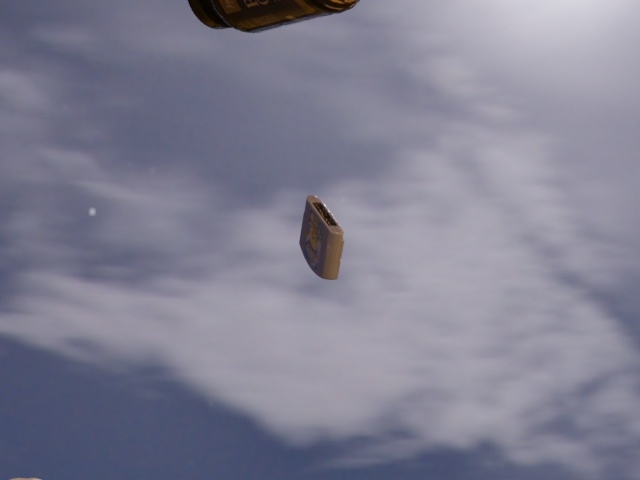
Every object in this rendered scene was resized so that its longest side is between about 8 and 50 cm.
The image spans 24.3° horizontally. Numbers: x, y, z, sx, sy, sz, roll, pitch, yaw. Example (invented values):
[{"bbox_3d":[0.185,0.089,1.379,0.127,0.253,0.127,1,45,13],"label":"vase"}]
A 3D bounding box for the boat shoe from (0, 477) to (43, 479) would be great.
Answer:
[{"bbox_3d":[-0.298,0.292,1.424,0.063,0.184,0.066,6,-55,-10],"label":"boat shoe"}]

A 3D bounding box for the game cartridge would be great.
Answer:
[{"bbox_3d":[0.000,0.000,1.362,0.017,0.083,0.056,-3,-64,-18],"label":"game cartridge"}]

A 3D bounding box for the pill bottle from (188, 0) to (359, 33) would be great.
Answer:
[{"bbox_3d":[-0.055,-0.308,1.734,0.123,0.122,0.219,24,-19,-38],"label":"pill bottle"}]
